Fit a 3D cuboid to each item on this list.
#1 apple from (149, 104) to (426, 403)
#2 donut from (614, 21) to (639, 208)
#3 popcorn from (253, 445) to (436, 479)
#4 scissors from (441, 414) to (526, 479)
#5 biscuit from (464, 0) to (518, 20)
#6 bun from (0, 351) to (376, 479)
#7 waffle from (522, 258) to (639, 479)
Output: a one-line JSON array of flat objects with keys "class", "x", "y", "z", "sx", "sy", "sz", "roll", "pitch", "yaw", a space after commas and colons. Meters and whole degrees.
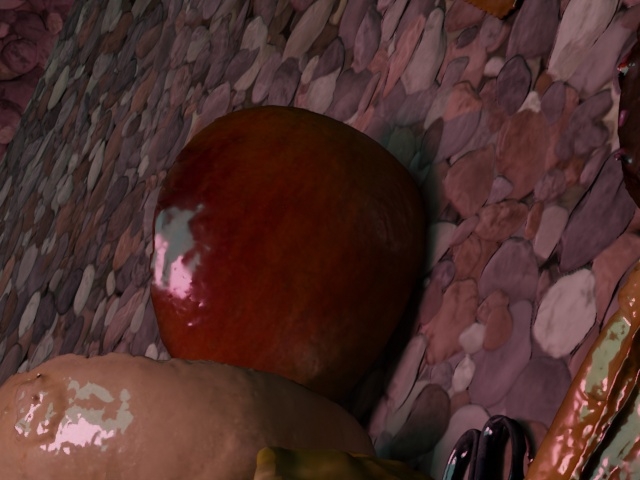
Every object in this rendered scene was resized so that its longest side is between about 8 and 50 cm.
[{"class": "apple", "x": -0.032, "y": 0.017, "z": 1.517, "sx": 0.179, "sy": 0.254, "sz": 0.346, "roll": 95, "pitch": -168, "yaw": -59}, {"class": "donut", "x": 0.311, "y": -0.116, "z": 1.085, "sx": 0.270, "sy": 0.103, "sz": 0.269, "roll": -45, "pitch": 30, "yaw": 35}, {"class": "popcorn", "x": 0.040, "y": 0.279, "z": 1.073, "sx": 0.276, "sy": 0.277, "sz": 0.225, "roll": -98, "pitch": 10, "yaw": -50}, {"class": "scissors", "x": 0.117, "y": 0.278, "z": 1.217, "sx": 0.109, "sy": 0.022, "sz": 0.300, "roll": -39, "pitch": 36, "yaw": 51}, {"class": "biscuit", "x": 0.202, "y": -0.350, "z": 1.627, "sx": 0.232, "sy": 0.013, "sz": 0.237, "roll": -62, "pitch": 25, "yaw": 10}, {"class": "bun", "x": -0.132, "y": 0.250, "z": 1.382, "sx": 0.364, "sy": 0.364, "sz": 0.202, "roll": -38, "pitch": 38, "yaw": 46}, {"class": "waffle", "x": 0.199, "y": 0.181, "z": 0.889, "sx": 0.098, "sy": 0.224, "sz": 0.327, "roll": 36, "pitch": 102, "yaw": 52}]
